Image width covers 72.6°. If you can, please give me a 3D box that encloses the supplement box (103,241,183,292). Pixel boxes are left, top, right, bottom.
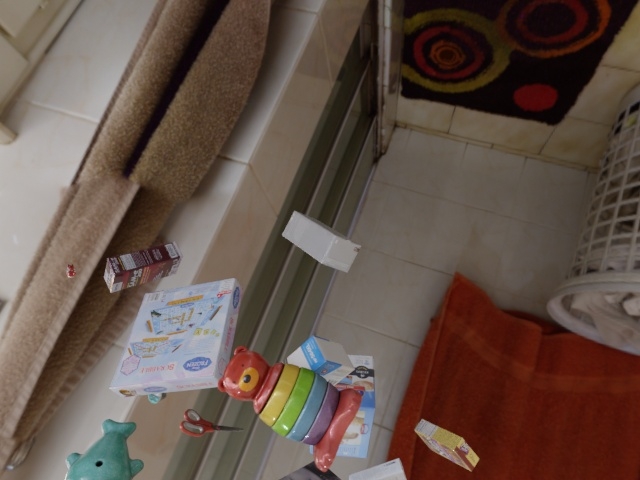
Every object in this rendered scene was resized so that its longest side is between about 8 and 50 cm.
[{"bbox_3d":[-0.620,0.092,1.532,0.073,0.239,0.130,58,139,18],"label":"supplement box"}]

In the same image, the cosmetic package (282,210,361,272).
[{"bbox_3d":[0.000,0.000,1.384,0.127,0.107,0.238,22,-170,-40],"label":"cosmetic package"}]

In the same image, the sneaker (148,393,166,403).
[{"bbox_3d":[-0.601,0.528,1.656,0.065,0.166,0.076,9,168,15],"label":"sneaker"}]

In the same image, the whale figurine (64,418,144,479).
[{"bbox_3d":[-0.627,0.637,1.274,0.216,0.272,0.141,12,124,-9],"label":"whale figurine"}]

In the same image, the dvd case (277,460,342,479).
[{"bbox_3d":[-0.002,0.589,0.999,0.164,0.018,0.221,29,-174,30],"label":"dvd case"}]

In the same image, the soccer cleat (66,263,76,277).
[{"bbox_3d":[-0.886,0.115,1.547,0.029,0.036,0.083,2,-156,-36],"label":"soccer cleat"}]

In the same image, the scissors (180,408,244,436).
[{"bbox_3d":[-0.427,0.760,1.746,0.297,0.021,0.109,35,-162,-27],"label":"scissors"}]

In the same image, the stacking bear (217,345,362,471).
[{"bbox_3d":[-0.082,0.345,0.970,0.289,0.175,0.164,29,171,-1],"label":"stacking bear"}]

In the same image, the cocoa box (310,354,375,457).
[{"bbox_3d":[0.080,0.633,1.664,0.231,0.228,0.347,4,127,2],"label":"cocoa box"}]

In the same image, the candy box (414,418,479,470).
[{"bbox_3d":[0.404,0.659,1.411,0.109,0.053,0.186,51,158,-15],"label":"candy box"}]

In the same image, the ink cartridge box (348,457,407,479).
[{"bbox_3d":[0.163,0.773,1.372,0.224,0.045,0.223,-19,134,0],"label":"ink cartridge box"}]

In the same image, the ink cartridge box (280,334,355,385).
[{"bbox_3d":[-0.036,0.352,1.135,0.148,0.203,0.086,33,-160,-50],"label":"ink cartridge box"}]

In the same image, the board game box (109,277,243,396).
[{"bbox_3d":[-0.400,0.273,1.252,0.318,0.318,0.066,-10,135,15],"label":"board game box"}]
